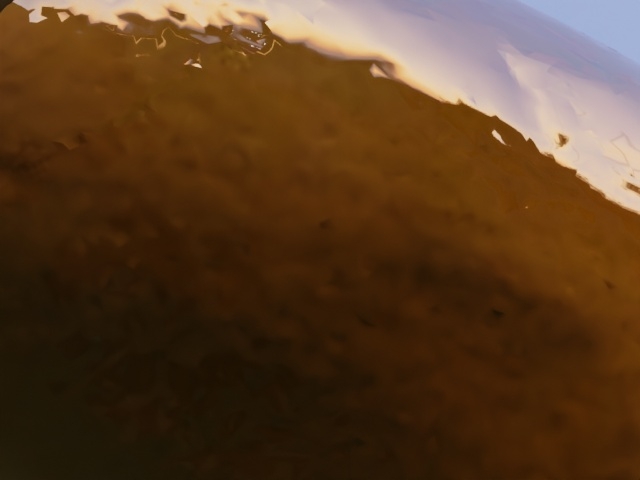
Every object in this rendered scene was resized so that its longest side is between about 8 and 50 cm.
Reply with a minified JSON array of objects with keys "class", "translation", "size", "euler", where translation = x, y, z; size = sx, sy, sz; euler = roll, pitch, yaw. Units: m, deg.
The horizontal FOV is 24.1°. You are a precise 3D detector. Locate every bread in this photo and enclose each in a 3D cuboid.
[{"class":"bread","translation":[0.000,0.000,0.662],"size":[0.376,0.348,0.253],"euler":[25,-62,-3]}]

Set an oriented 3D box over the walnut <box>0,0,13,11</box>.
[{"class":"walnut","translation":[-0.162,-0.140,0.420],"size":[0.225,0.225,0.261],"euler":[37,-38,-19]}]
